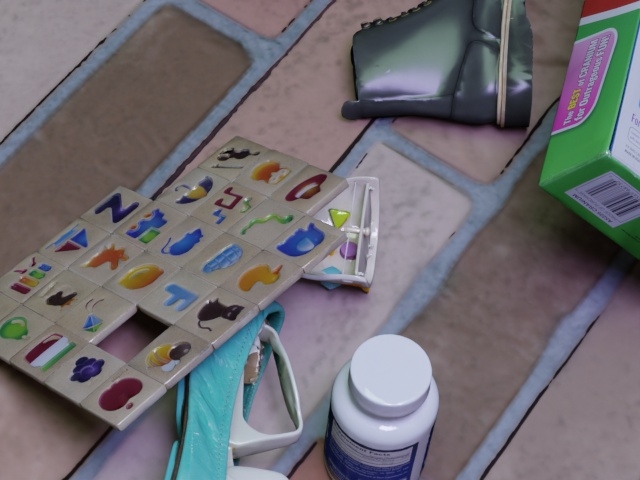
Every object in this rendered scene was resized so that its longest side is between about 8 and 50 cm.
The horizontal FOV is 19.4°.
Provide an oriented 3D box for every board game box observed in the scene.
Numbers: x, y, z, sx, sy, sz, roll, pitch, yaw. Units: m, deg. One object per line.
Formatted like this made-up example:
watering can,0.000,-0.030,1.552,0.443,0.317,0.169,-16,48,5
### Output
board game box,0.284,-0.110,1.275,0.242,0.064,0.317,34,54,-24

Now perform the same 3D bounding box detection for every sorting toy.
sorting toy,0.000,0.000,1.276,0.075,0.045,0.083,4,58,7

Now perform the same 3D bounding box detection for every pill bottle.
pill bottle,0.038,0.108,1.160,0.067,0.120,0.067,2,57,-3

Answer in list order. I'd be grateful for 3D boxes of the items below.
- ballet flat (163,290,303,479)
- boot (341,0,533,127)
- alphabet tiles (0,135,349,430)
ballet flat,-0.056,0.131,1.160,0.087,0.083,0.247,2,56,4
boot,0.084,-0.174,1.374,0.137,0.077,0.198,0,56,2
alphabet tiles,-0.102,0.014,1.223,0.237,0.009,0.198,-40,39,-24
